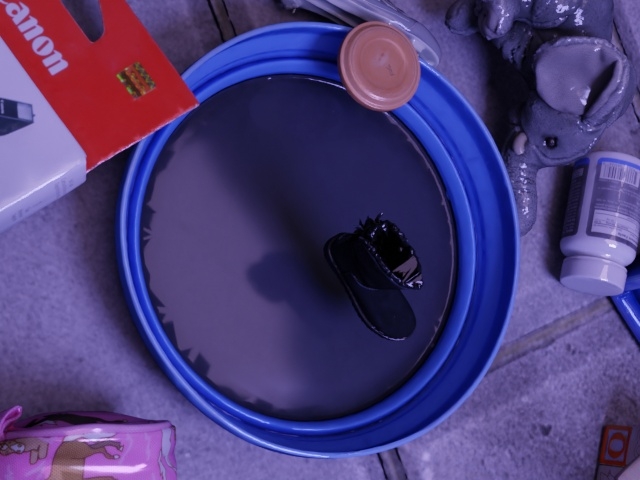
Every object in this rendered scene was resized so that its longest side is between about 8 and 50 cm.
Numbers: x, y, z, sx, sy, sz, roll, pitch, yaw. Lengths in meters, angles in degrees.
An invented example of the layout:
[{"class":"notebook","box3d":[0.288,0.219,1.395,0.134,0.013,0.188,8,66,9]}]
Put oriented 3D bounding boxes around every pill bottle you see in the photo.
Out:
[{"class":"pill bottle","box3d":[0.292,-0.017,1.134,0.078,0.078,0.137,19,75,-21]}]

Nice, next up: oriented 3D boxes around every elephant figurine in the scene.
[{"class":"elephant figurine","box3d":[0.242,-0.156,1.089,0.169,0.186,0.240,-26,89,-32]}]

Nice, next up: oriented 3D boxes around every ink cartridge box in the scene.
[{"class":"ink cartridge box","box3d":[-0.265,-0.161,0.866,0.239,0.060,0.275,-35,85,-17]}]

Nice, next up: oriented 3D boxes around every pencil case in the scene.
[{"class":"pencil case","box3d":[-0.184,0.318,0.827,0.160,0.167,0.386,-4,82,10]}]

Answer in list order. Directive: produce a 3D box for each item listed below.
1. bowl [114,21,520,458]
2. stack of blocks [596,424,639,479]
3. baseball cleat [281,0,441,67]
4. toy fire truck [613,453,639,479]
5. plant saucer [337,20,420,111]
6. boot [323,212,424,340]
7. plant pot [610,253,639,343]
[{"class":"bowl","box3d":[0.000,0.000,0.999,0.391,0.077,0.391,4,80,-24]},{"class":"stack of blocks","box3d":[0.335,0.335,1.052,0.087,0.171,0.297,19,76,-21]},{"class":"baseball cleat","box3d":[0.039,-0.244,1.055,0.205,0.072,0.110,26,66,-23]},{"class":"toy fire truck","box3d":[0.390,0.259,0.927,0.217,0.158,0.246,-46,113,-21]},{"class":"plant saucer","box3d":[0.055,-0.160,0.997,0.083,0.013,0.084,3,82,-24]},{"class":"boot","box3d":[0.057,0.034,0.922,0.045,0.099,0.121,-40,99,-23]},{"class":"plant pot","box3d":[0.483,0.056,1.134,0.212,0.236,0.236,-42,100,-31]}]
